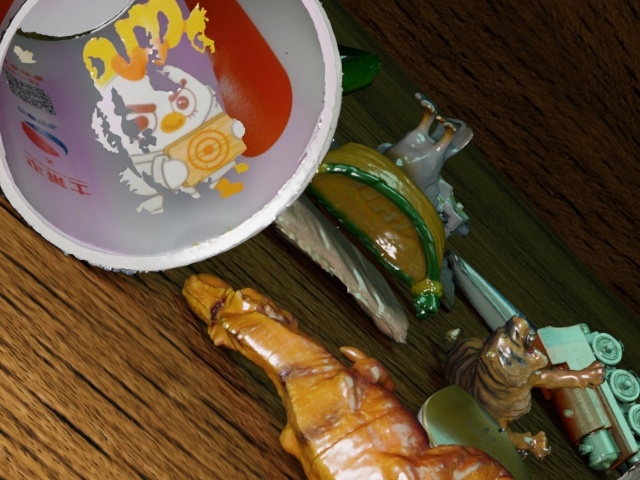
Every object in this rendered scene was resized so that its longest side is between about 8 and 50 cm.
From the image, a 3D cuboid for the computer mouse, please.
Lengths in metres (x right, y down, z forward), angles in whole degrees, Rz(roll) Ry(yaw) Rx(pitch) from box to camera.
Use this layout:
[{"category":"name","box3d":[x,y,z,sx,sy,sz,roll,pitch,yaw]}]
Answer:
[{"category":"computer mouse","box3d":[0.123,0.162,1.393,0.102,0.045,0.199,54,11,12]}]

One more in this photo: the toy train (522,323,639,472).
[{"category":"toy train","box3d":[0.299,0.178,1.984,0.118,0.074,0.176,-7,64,-33]}]

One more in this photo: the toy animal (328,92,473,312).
[{"category":"toy animal","box3d":[0.071,-0.081,1.849,0.272,0.160,0.197,45,10,19]}]

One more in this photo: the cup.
[{"category":"cup","box3d":[-0.127,-0.133,1.058,0.203,0.203,0.288,43,5,-32]}]

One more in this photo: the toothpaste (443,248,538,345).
[{"category":"toothpaste","box3d":[0.232,0.114,2.068,0.268,0.047,0.069,46,21,0]}]

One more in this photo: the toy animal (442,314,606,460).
[{"category":"toy animal","box3d":[0.144,0.117,1.573,0.116,0.114,0.255,26,-1,-17]}]

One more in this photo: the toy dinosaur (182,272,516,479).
[{"category":"toy dinosaur","box3d":[0.069,0.166,1.002,0.208,0.097,0.432,17,28,-47]}]

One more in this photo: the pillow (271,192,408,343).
[{"category":"pillow","box3d":[0.001,0.002,1.503,0.211,0.034,0.135,46,7,-28]}]

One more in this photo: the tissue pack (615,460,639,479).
[{"category":"tissue pack","box3d":[0.413,0.301,1.692,0.271,0.201,0.124,48,3,-7]}]

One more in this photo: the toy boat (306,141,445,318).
[{"category":"toy boat","box3d":[0.047,-0.023,1.706,0.229,0.089,0.088,47,49,-19]}]

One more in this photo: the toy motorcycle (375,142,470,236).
[{"category":"toy motorcycle","box3d":[0.114,-0.059,2.108,0.151,0.074,0.228,49,11,11]}]

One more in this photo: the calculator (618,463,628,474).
[{"category":"calculator","box3d":[0.352,0.246,2.158,0.094,0.019,0.141,47,9,-15]}]

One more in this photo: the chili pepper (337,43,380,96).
[{"category":"chili pepper","box3d":[-0.022,-0.183,1.859,0.216,0.062,0.108,-5,52,-47]}]
